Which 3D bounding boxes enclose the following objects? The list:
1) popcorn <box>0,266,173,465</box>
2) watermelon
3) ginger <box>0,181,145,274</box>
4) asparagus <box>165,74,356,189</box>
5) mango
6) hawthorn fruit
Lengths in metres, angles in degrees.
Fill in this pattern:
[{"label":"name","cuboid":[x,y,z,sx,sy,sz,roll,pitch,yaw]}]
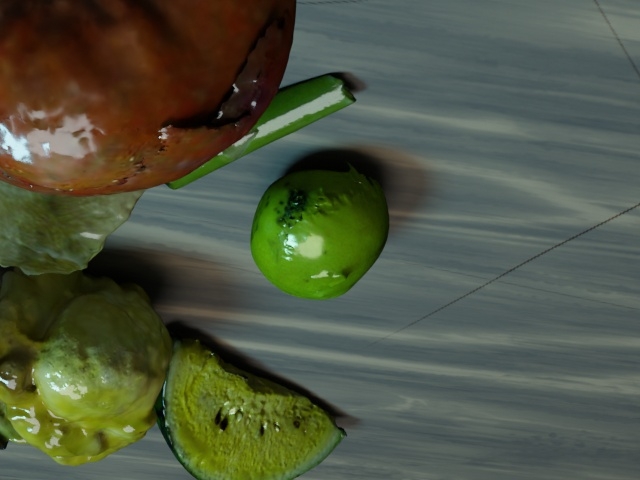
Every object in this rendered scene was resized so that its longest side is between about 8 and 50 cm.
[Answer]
[{"label":"popcorn","cuboid":[-0.235,0.121,1.641,0.190,0.191,0.253,29,-178,31]},{"label":"watermelon","cuboid":[-0.096,0.190,1.872,0.129,0.123,0.301,-37,139,20]},{"label":"ginger","cuboid":[-0.235,-0.073,1.357,0.221,0.130,0.275,30,144,-24]},{"label":"asparagus","cuboid":[-0.054,-0.092,1.392,0.178,0.041,0.045,-24,174,19]},{"label":"mango","cuboid":[0.000,0.001,1.496,0.119,0.100,0.178,-1,160,1]},{"label":"hawthorn fruit","cuboid":[-0.160,-0.149,1.081,0.276,0.276,0.307,10,169,-13]}]
